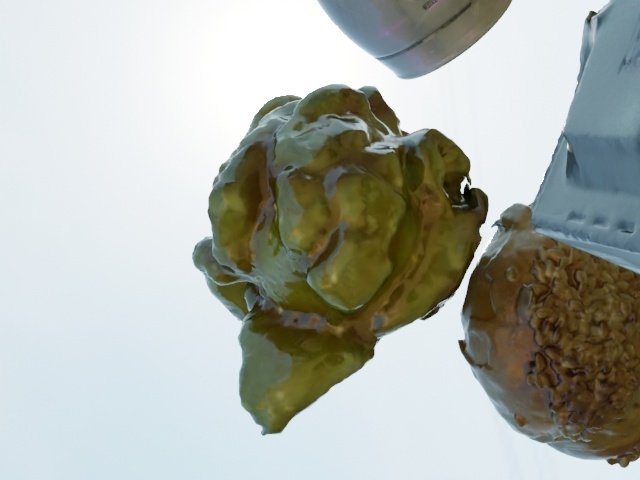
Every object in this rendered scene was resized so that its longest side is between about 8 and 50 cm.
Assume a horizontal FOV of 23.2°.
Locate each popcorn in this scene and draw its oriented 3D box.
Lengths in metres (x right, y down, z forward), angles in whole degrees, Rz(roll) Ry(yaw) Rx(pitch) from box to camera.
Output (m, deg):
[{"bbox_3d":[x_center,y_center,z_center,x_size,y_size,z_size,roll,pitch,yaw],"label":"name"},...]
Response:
[{"bbox_3d":[-0.009,0.001,1.585,0.321,0.325,0.290,-32,-80,-35],"label":"popcorn"}]

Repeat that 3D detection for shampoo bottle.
[{"bbox_3d":[0.132,-0.402,2.323,0.266,0.273,0.273,47,-137,-18],"label":"shampoo bottle"}]

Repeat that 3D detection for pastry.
[{"bbox_3d":[0.303,0.094,1.655,0.315,0.184,0.284,40,-107,-29],"label":"pastry"}]

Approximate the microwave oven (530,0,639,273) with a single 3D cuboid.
[{"bbox_3d":[0.373,-0.149,1.017,0.374,0.236,0.432,22,-91,-17],"label":"microwave oven"}]
